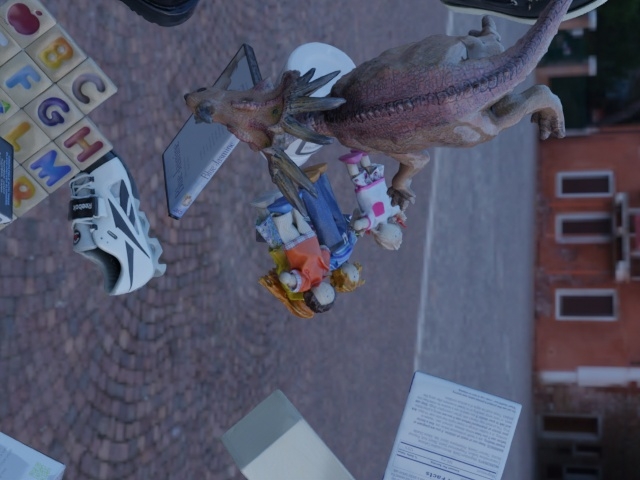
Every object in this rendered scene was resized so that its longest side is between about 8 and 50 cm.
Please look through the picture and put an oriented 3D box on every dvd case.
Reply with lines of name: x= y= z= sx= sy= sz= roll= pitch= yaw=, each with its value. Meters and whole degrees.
dvd case: x=-0.174 y=-0.175 z=1.538 sx=0.022 sy=0.253 sz=0.180 roll=26 pitch=28 yaw=-30

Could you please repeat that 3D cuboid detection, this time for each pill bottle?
pill bottle: x=-0.018 y=-0.135 z=0.998 sx=0.137 sy=0.078 sz=0.078 roll=129 pitch=-27 yaw=-58

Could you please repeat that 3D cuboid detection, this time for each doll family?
doll family: x=0.000 y=0.000 z=1.170 sx=0.263 sy=0.118 sz=0.163 roll=-37 pitch=113 yaw=-48

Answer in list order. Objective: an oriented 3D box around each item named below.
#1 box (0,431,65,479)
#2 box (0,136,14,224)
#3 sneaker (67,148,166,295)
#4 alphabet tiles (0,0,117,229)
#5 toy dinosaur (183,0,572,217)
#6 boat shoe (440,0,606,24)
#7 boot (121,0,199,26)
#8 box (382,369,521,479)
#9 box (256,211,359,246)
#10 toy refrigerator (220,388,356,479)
box: x=-0.467 y=0.260 z=1.013 sx=0.058 sy=0.322 sz=0.232 roll=-60 pitch=-178 yaw=40
box: x=-0.420 y=-0.087 z=0.862 sx=0.290 sy=0.169 sz=0.087 roll=52 pitch=30 yaw=-68
sneaker: x=-0.419 y=-0.049 z=1.826 sx=0.146 sy=0.122 sz=0.331 roll=-36 pitch=105 yaw=-45
alphabet tiles: x=-0.452 y=-0.162 z=1.262 sx=0.285 sy=0.342 sz=0.011 roll=51 pitch=12 yaw=-25
toy dinosaur: x=0.059 y=-0.101 z=0.720 sx=0.200 sy=0.295 sz=0.127 roll=-8 pitch=80 yaw=-53
boat shoe: x=0.290 y=-0.413 z=1.461 sx=0.113 sy=0.340 sz=0.127 roll=33 pitch=83 yaw=-41
boot: x=-0.183 y=-0.313 z=0.805 sx=0.094 sy=0.246 sz=0.207 roll=-55 pitch=-179 yaw=-31
box: x=0.149 y=0.232 z=1.105 sx=0.072 sy=0.126 sz=0.137 roll=46 pitch=62 yaw=-80
box: x=-0.019 y=-0.018 z=1.611 sx=0.116 sy=0.162 sz=0.029 roll=129 pitch=-36 yaw=-68
toy refrigerator: x=-0.011 y=0.328 z=1.288 sx=0.269 sy=0.102 sz=0.094 roll=54 pitch=-8 yaw=-30
